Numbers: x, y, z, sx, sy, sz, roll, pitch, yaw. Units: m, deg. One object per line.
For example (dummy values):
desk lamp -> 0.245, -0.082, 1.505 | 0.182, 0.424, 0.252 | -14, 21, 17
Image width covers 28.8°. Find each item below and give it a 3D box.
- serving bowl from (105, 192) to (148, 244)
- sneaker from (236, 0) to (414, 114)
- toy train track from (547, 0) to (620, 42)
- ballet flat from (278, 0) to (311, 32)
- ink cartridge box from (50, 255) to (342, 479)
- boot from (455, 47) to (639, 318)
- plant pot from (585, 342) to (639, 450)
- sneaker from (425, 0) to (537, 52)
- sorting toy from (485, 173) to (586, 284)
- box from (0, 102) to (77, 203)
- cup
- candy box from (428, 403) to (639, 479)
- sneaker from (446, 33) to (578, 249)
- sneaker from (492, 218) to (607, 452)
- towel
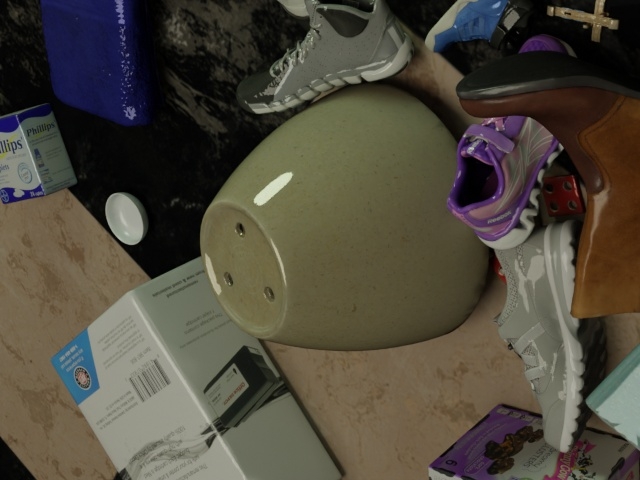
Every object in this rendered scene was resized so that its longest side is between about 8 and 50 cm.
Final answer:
serving bowl -> -0.292, -0.037, 1.914 | 0.083, 0.027, 0.083 | 20, 123, 34
sneaker -> -0.015, -0.238, 1.467 | 0.228, 0.086, 0.132 | -16, 129, 19
toy train track -> 0.275, -0.235, 1.316 | 0.083, 0.014, 0.048 | 21, 123, 34
ballet flat -> -0.043, -0.353, 1.485 | 0.095, 0.096, 0.281 | -12, 102, 43
ink cartridge box -> -0.192, 0.267, 1.875 | 0.285, 0.166, 0.395 | -36, 84, 46
boot -> 0.271, -0.054, 1.286 | 0.096, 0.264, 0.281 | -113, 19, -63
plant pot -> 0.451, 0.116, 1.181 | 0.247, 0.248, 0.252 | 40, 114, 20
sneaker -> 0.179, -0.231, 1.372 | 0.084, 0.058, 0.152 | 46, 144, 1
sorting toy -> 0.201, -0.005, 1.473 | 0.274, 0.046, 0.132 | -2, 109, 42
box -> -0.471, -0.138, 1.994 | 0.126, 0.072, 0.137 | -7, 105, 43
cup -> 0.000, 0.000, 1.481 | 0.331, 0.237, 0.331 | 30, 130, 42
candy box -> 0.255, 0.282, 1.481 | 0.196, 0.165, 0.070 | 12, 119, 38
sneaker -> 0.201, -0.110, 1.334 | 0.095, 0.104, 0.236 | 24, 97, 48
sneaker -> 0.256, 0.107, 1.427 | 0.115, 0.105, 0.281 | 3, 109, 29
towel -> -0.314, -0.330, 1.765 | 0.227, 0.076, 0.308 | 23, 125, 41
